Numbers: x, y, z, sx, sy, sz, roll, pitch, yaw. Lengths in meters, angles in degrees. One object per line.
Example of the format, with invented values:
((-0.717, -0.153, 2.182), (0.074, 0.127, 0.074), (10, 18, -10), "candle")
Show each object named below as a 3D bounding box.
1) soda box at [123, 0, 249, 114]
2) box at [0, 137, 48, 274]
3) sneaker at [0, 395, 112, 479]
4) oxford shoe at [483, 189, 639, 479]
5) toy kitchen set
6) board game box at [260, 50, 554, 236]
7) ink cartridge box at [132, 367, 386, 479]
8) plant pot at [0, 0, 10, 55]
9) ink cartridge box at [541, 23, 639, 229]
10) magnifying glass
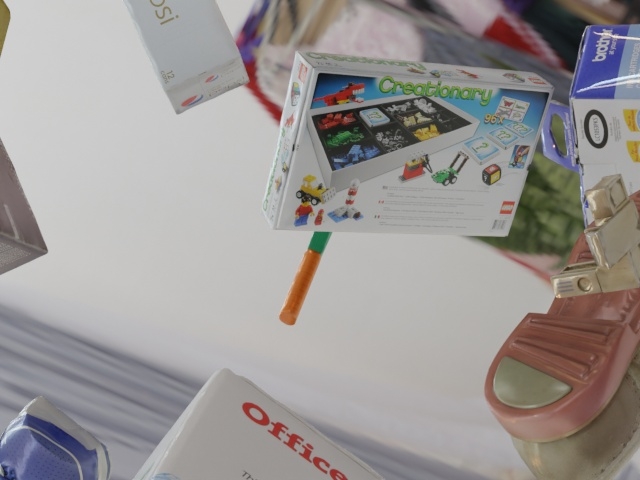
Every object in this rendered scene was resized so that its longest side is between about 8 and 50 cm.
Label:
((-0.132, -0.217, 1.069), (0.069, 0.216, 0.074), (-25, -10, -2), "soda box")
((-0.431, -0.054, 1.505), (0.143, 0.191, 0.381), (-24, -2, -6), "box")
((-0.356, 0.324, 1.477), (0.315, 0.127, 0.182), (-49, 5, 44), "sneaker")
((0.297, 0.073, 1.217), (0.397, 0.147, 0.140), (-42, 31, -26), "oxford shoe")
((0.202, 0.004, 1.027), (0.075, 0.083, 0.068), (-11, 16, 39), "toy kitchen set")
((0.098, -0.101, 1.477), (0.053, 0.305, 0.193), (52, 133, 53), "board game box")
((-0.036, 0.217, 0.683), (0.117, 0.201, 0.278), (-52, 4, 23), "ink cartridge box")
((-0.289, -0.093, 0.694), (0.212, 0.187, 0.212), (-16, 56, 38), "plant pot")
((0.443, -0.107, 1.537), (0.151, 0.395, 0.270), (-69, -28, -42), "ink cartridge box")
((0.000, 0.000, 1.575), (0.092, 0.026, 0.231), (109, -175, -57), "magnifying glass")
